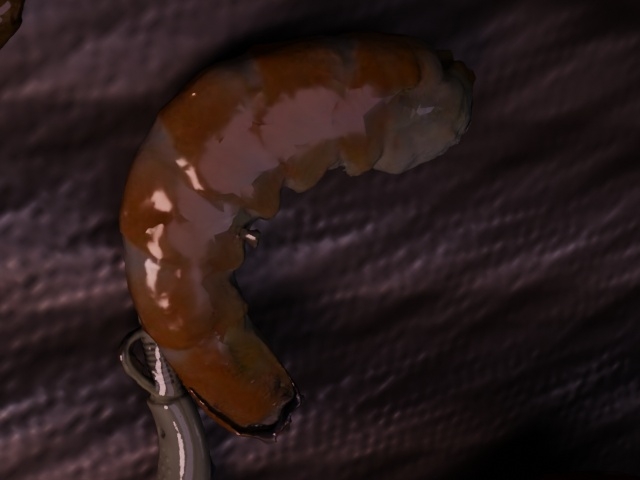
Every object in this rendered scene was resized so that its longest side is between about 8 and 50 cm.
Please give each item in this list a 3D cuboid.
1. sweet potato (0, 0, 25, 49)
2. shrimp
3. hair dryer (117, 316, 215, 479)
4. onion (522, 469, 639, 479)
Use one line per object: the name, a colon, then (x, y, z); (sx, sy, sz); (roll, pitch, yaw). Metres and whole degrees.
sweet potato: (-0.191, 0.003, 0.394); (0.249, 0.059, 0.069); (-55, 163, 4)
shrimp: (0.000, 0.000, 0.496); (0.161, 0.049, 0.166); (-14, 109, -19)
hair dryer: (-0.030, 0.117, 0.554); (0.167, 0.067, 0.199); (3, 95, -40)
onion: (0.131, 0.229, 0.571); (0.272, 0.230, 0.256); (-5, 105, -16)
